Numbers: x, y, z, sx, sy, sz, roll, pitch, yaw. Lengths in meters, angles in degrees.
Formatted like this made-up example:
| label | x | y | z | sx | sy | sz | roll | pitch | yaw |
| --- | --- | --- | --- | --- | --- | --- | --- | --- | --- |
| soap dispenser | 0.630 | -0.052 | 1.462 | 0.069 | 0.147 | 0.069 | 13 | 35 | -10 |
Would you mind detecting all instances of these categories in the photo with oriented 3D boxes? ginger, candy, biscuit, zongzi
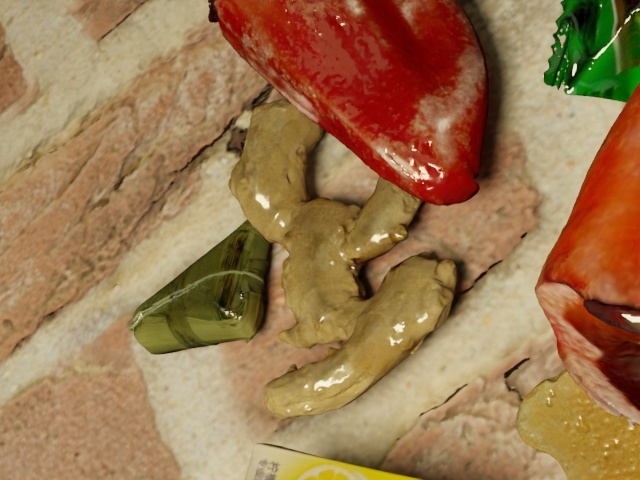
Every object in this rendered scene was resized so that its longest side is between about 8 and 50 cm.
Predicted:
| label | x | y | z | sx | sy | sz | roll | pitch | yaw |
| --- | --- | --- | --- | --- | --- | --- | --- | --- | --- |
| ginger | 0.015 | -0.003 | 1.184 | 0.149 | 0.065 | 0.258 | -18 | 55 | 11 |
| candy | 0.254 | -0.142 | 1.072 | 0.203 | 0.078 | 0.141 | 12 | 88 | 16 |
| biscuit | 0.206 | 0.162 | 1.006 | 0.153 | 0.030 | 0.234 | -35 | 56 | 18 |
| zongzi | -0.085 | 0.025 | 1.243 | 0.104 | 0.052 | 0.113 | -9 | 57 | 27 |

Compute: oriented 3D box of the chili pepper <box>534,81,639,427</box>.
| label | x | y | z | sx | sy | sz | roll | pitch | yaw |
| --- | --- | --- | --- | --- | --- | --- | --- | --- | --- |
| chili pepper | 0.284 | -0.024 | 0.898 | 0.251 | 0.229 | 0.305 | 26 | 78 | 25 |

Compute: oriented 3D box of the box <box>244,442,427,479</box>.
| label | x | y | z | sx | sy | sz | roll | pitch | yaw |
| --- | --- | --- | --- | --- | --- | --- | --- | --- | --- |
| box | 0.010 | 0.271 | 1.047 | 0.168 | 0.097 | 0.265 | 9 | 76 | 36 |

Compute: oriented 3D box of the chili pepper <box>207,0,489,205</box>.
| label | x | y | z | sx | sy | sz | roll | pitch | yaw |
| --- | --- | --- | --- | --- | --- | --- | --- | --- | --- |
| chili pepper | 0.047 | -0.124 | 1.189 | 0.252 | 0.144 | 0.136 | 51 | 127 | 28 |
